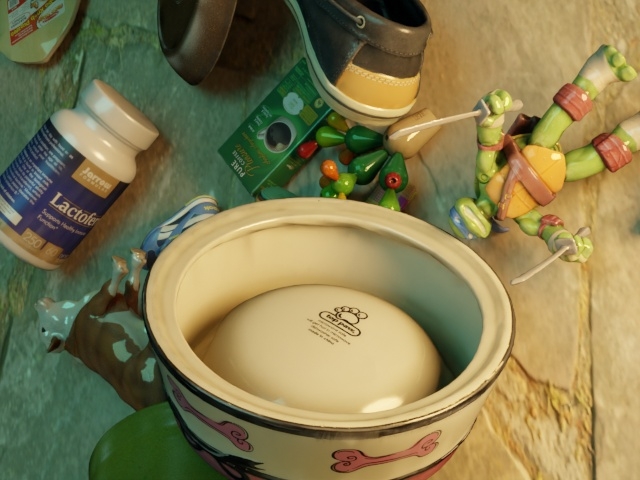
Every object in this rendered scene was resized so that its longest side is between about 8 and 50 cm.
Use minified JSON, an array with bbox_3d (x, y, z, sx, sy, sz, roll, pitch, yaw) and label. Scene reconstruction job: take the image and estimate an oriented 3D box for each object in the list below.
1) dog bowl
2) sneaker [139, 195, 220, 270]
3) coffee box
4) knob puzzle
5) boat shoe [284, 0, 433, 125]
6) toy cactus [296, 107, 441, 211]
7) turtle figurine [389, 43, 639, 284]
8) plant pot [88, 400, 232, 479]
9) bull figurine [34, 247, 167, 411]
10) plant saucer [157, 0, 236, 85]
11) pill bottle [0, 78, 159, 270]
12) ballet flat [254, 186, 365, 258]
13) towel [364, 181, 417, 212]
[{"bbox_3d":[0.004,0.124,1.557,0.408,0.408,0.150,41,139,40],"label":"dog bowl"},{"bbox_3d":[-0.195,0.000,1.945,0.144,0.053,0.059,-40,54,15],"label":"sneaker"},{"bbox_3d":[-0.049,-0.151,1.916,0.184,0.040,0.113,-47,50,8],"label":"coffee box"},{"bbox_3d":[-0.462,-0.367,2.319,0.213,0.030,0.213,-15,61,29],"label":"knob puzzle"},{"bbox_3d":[0.025,-0.365,1.835,0.156,0.187,0.500,-63,35,39],"label":"boat shoe"},{"bbox_3d":[0.066,-0.112,1.780,0.180,0.112,0.219,-36,31,-3],"label":"toy cactus"},{"bbox_3d":[0.260,-0.084,1.549,0.266,0.275,0.198,-39,67,4],"label":"turtle figurine"},{"bbox_3d":[-0.132,0.378,1.562,0.366,0.366,0.353,-34,42,19],"label":"plant pot"},{"bbox_3d":[-0.268,0.125,1.897,0.310,0.101,0.188,35,110,36],"label":"bull figurine"},{"bbox_3d":[-0.179,-0.379,2.002,0.310,0.050,0.310,-172,90,-68],"label":"plant saucer"},{"bbox_3d":[-0.367,-0.098,2.047,0.264,0.153,0.153,-49,50,8],"label":"pill bottle"},{"bbox_3d":[0.000,0.000,1.804,0.232,0.080,0.073,31,121,43],"label":"ballet flat"},{"bbox_3d":[0.083,-0.045,1.793,0.060,0.009,0.083,36,91,41],"label":"towel"}]
